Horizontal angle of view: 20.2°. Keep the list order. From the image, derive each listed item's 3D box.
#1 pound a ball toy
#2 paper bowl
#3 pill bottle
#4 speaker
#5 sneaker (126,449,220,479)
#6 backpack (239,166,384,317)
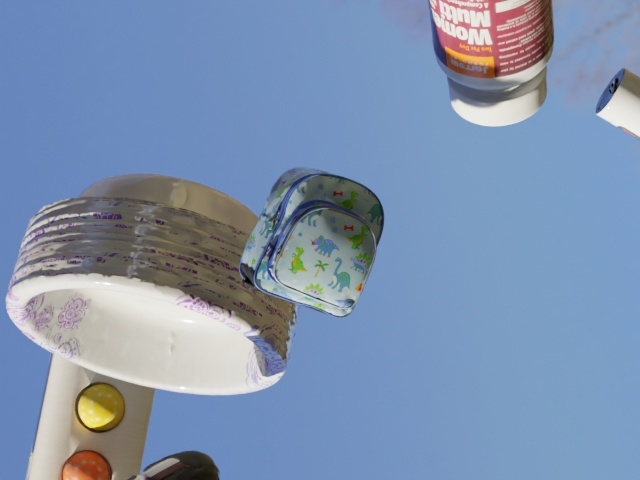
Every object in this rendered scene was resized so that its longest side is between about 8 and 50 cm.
[{"bbox_3d":[-0.303,0.210,2.089,0.136,0.208,0.319,158,123,-75],"label":"pound a ball toy"},{"bbox_3d":[-0.158,0.037,1.782,0.284,0.284,0.148,46,-132,-53],"label":"paper bowl"},{"bbox_3d":[0.166,-0.225,1.758,0.221,0.121,0.121,79,-158,-45],"label":"pill bottle"},{"bbox_3d":[0.341,-0.115,1.780,0.136,0.055,0.055,30,-136,-7],"label":"speaker"},{"bbox_3d":[-0.172,0.334,1.656,0.281,0.162,0.106,-40,-30,-8],"label":"sneaker"},{"bbox_3d":[0.000,0.000,1.508,0.105,0.084,0.114,21,-92,-22],"label":"backpack"}]
